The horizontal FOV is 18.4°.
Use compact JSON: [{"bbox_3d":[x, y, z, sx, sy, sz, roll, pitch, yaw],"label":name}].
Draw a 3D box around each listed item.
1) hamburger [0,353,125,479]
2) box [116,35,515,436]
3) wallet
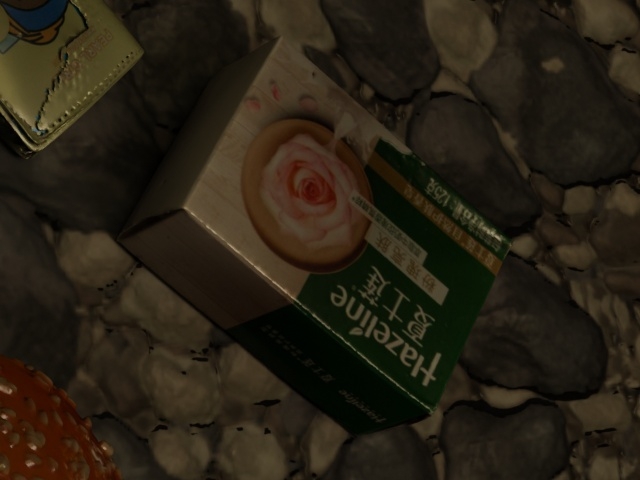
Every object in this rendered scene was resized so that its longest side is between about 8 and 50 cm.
[{"bbox_3d":[-0.176,0.153,0.899,0.237,0.147,0.237,24,51,-33],"label":"hamburger"},{"bbox_3d":[0.000,0.000,1.130,0.199,0.081,0.135,39,56,-18],"label":"box"},{"bbox_3d":[-0.175,-0.131,1.067,0.155,0.039,0.110,49,52,-12],"label":"wallet"}]
